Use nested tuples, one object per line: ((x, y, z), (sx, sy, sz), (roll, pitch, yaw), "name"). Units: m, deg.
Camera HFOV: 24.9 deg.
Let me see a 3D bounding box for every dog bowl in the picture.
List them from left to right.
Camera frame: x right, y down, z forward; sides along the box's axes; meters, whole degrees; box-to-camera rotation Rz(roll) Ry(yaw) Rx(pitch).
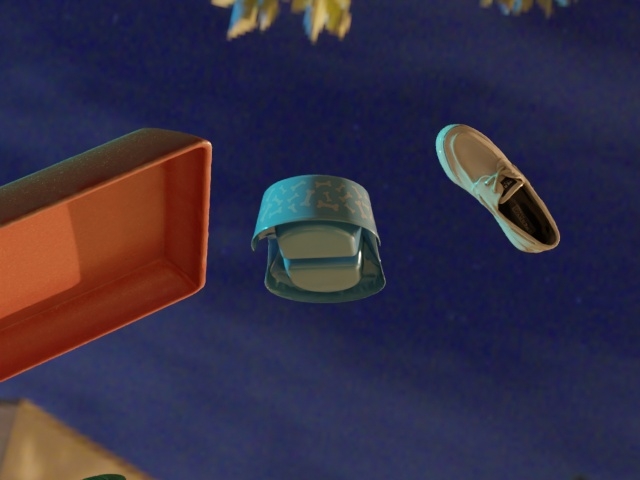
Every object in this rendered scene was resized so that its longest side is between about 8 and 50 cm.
((0.000, 0.000, 1.930), (0.166, 0.074, 0.297), (-3, -23, 5), "dog bowl")

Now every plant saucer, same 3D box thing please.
((-0.209, 0.019, 1.083), (0.259, 0.047, 0.258), (-25, -21, -17), "plant saucer")

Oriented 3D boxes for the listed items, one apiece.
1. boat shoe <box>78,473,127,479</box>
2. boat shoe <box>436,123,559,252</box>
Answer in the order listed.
((-0.314, 0.346, 1.791), (0.178, 0.064, 0.060), (-25, -66, -4), "boat shoe")
((0.291, -0.087, 2.305), (0.258, 0.095, 0.084), (44, -11, -11), "boat shoe")
